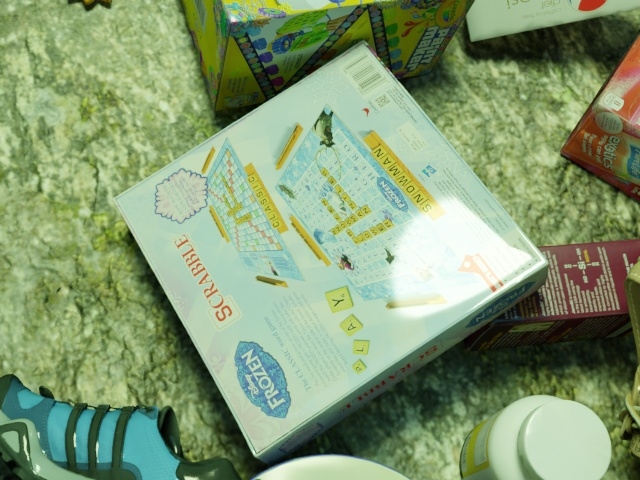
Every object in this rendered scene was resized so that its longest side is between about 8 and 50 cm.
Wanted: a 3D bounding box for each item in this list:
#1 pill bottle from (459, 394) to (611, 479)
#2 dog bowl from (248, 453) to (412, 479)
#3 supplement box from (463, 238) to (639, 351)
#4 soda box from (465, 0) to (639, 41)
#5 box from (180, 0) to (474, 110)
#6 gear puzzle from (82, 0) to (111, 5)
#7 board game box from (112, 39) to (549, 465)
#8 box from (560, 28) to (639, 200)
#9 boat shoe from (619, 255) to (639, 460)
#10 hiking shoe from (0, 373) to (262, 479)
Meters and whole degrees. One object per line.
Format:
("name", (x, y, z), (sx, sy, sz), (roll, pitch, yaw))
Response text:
("pill bottle", (0.196, 0.200, 0.776), (0.103, 0.184, 0.103), (2, 69, -4))
("dog bowl", (0.006, 0.329, 0.752), (0.264, 0.104, 0.265), (2, 68, -4))
("supplement box", (0.247, 0.058, 0.879), (0.188, 0.104, 0.081), (-4, 69, -7))
("soda box", (0.277, -0.296, 0.985), (0.216, 0.069, 0.074), (-8, 32, 17))
("box", (-0.018, -0.334, 0.951), (0.279, 0.177, 0.290), (-13, 73, -18))
("gear puzzle", (-0.213, -0.426, 1.058), (0.175, 0.044, 0.339), (34, 70, 8))
("board game box", (0.000, 0.000, 0.839), (0.318, 0.066, 0.319), (-32, 64, -3))
("box", (0.408, -0.184, 0.978), (0.128, 0.123, 0.257), (34, 70, 8))
("boat shoe", (0.344, 0.176, 0.783), (0.110, 0.121, 0.341), (-23, 99, -2))
("hiking shoe", (-0.190, 0.196, 0.756), (0.304, 0.113, 0.132), (28, 58, 33))
